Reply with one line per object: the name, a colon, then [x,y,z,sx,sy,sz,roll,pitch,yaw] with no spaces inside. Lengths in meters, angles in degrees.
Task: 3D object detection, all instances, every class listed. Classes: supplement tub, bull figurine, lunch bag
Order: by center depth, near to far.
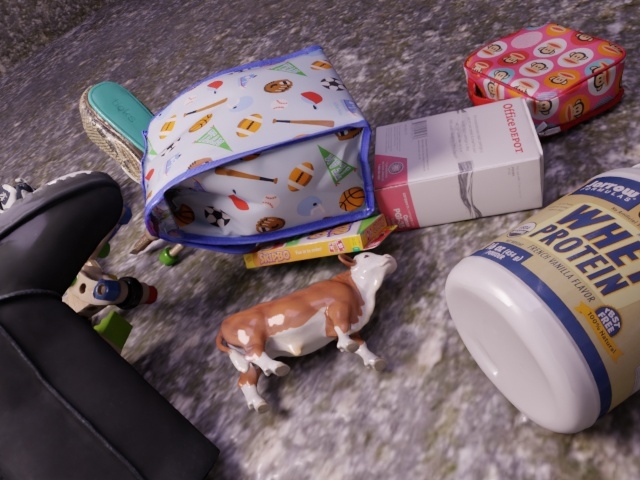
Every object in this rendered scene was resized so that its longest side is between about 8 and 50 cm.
supplement tub: [0.340,0.053,0.641,0.316,0.228,0.228,-31,40,-9]
bull figurine: [-0.007,0.128,0.814,0.310,0.101,0.188,-23,35,-2]
lunch bag: [-0.130,-0.157,0.969,0.384,0.239,0.328,-15,41,-7]
lunch bag: [0.443,-0.336,1.111,0.258,0.120,0.293,-27,40,-5]

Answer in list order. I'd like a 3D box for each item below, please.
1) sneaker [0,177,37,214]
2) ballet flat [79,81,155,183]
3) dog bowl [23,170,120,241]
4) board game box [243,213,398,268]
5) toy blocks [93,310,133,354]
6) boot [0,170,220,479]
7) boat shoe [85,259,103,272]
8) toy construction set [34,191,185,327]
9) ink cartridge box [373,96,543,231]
sneaker: [-0.800,-0.068,1.368,0.093,0.153,0.235,-5,42,23]
ballet flat: [-0.338,-0.151,1.185,0.482,0.182,0.164,40,53,5]
dog bowl: [-0.629,-0.052,1.308,0.264,0.104,0.265,-13,40,11]
board game box: [0.000,0.000,0.946,0.259,0.039,0.124,-7,16,28]
toy blocks: [-0.488,0.289,0.831,0.260,0.191,0.382,-16,41,27]
boot: [-0.299,0.150,0.728,0.445,0.146,0.367,43,54,7]
boat shoe: [-0.535,0.039,1.139,0.170,0.059,0.063,44,84,9]
toy construction set: [-0.436,0.056,1.038,0.237,0.258,0.309,-38,-3,22]
ink cartridge box: [0.248,-0.140,0.985,0.282,0.117,0.207,-9,41,17]
